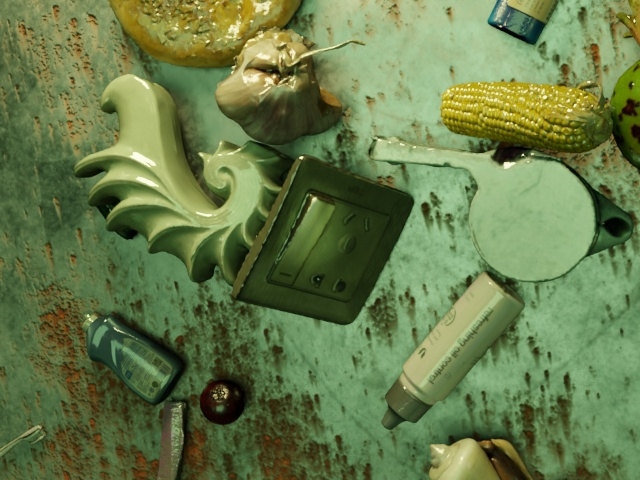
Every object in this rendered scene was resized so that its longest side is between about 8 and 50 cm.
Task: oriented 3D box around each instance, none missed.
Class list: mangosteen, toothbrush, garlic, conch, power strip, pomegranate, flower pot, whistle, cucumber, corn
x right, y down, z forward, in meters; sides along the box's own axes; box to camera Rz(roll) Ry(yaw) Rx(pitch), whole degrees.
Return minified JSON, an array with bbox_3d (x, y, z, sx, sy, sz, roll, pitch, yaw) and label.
[{"bbox_3d":[-0.170,0.285,1.714,0.081,0.081,0.081,2,96,14],"label":"mangosteen"},{"bbox_3d":[-0.640,0.426,1.873,0.288,0.024,0.026,-30,102,14],"label":"toothbrush"},{"bbox_3d":[-0.041,-0.279,1.555,0.207,0.207,0.256,50,121,5],"label":"garlic"},{"bbox_3d":[0.265,0.418,1.605,0.158,0.127,0.255,-44,106,-27],"label":"conch"},{"bbox_3d":[-0.002,-0.001,1.590,0.092,0.251,0.257,39,107,44],"label":"power strip"},{"bbox_3d":[0.510,-0.214,1.424,0.231,0.231,0.286,-49,64,14],"label":"pomegranate"},{"bbox_3d":[-0.232,-0.095,1.641,0.367,0.164,0.254,29,97,9],"label":"flower pot"},{"bbox_3d":[0.274,-0.084,1.511,0.405,0.168,0.188,40,104,7],"label":"whistle"},{"bbox_3d":[-0.362,-0.047,1.738,0.048,0.048,0.105,-36,87,15],"label":"cucumber"},{"bbox_3d":[0.297,-0.192,1.473,0.293,0.106,0.106,14,101,42],"label":"corn"}]

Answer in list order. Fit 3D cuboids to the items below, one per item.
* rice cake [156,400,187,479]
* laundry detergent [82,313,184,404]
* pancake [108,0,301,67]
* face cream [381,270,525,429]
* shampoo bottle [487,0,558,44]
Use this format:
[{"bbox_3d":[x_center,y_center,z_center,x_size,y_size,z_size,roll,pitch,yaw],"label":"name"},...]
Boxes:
[{"bbox_3d":[-0.271,0.387,1.767,0.047,0.036,0.207,9,98,3],"label":"rice cake"},{"bbox_3d":[-0.348,0.202,1.754,0.206,0.061,0.096,36,105,8],"label":"laundry detergent"},{"bbox_3d":[-0.200,-0.477,1.632,0.387,0.082,0.387,2,99,10],"label":"pancake"},{"bbox_3d":[0.202,0.192,1.600,0.092,0.092,0.311,40,105,7],"label":"face cream"},{"bbox_3d":[0.338,-0.404,1.521,0.087,0.050,0.183,29,102,13],"label":"shampoo bottle"}]
